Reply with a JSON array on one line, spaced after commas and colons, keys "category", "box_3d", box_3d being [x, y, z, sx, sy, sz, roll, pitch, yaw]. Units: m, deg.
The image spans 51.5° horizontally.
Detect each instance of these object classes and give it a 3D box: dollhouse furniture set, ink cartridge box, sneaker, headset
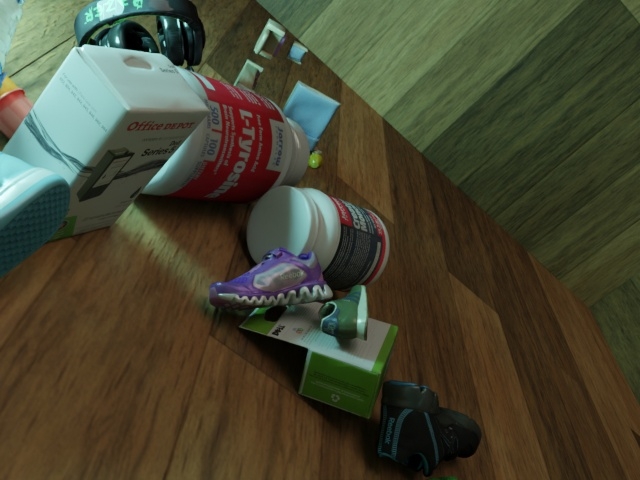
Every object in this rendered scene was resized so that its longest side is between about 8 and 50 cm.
[{"category": "dollhouse furniture set", "box_3d": [-0.070, -0.335, 1.667, 0.303, 0.286, 0.198, 27, 28, -15]}, {"category": "ink cartridge box", "box_3d": [-0.317, -0.130, 0.938, 0.115, 0.273, 0.198, 49, 24, 6]}, {"category": "sneaker", "box_3d": [0.040, 0.123, 1.185, 0.086, 0.064, 0.192, 2, 15, 2]}, {"category": "sneaker", "box_3d": [0.197, 0.373, 1.253, 0.341, 0.125, 0.140, 38, 61, -45]}, {"category": "sneaker", "box_3d": [-0.089, 0.065, 1.159, 0.236, 0.095, 0.105, -3, 84, -36]}, {"category": "sneaker", "box_3d": [-0.463, -0.019, 0.739, 0.208, 0.127, 0.319, 29, 36, 8]}, {"category": "ink cartridge box", "box_3d": [-0.004, 0.195, 1.204, 0.255, 0.097, 0.189, 16, 21, 11]}, {"category": "headset", "box_3d": [-0.343, -0.387, 1.401, 0.394, 0.243, 0.185, 15, 61, -79]}]

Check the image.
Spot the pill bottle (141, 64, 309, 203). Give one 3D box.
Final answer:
[{"category": "pill bottle", "box_3d": [-0.200, -0.190, 1.288, 0.229, 0.229, 0.407, 56, 25, 19]}]

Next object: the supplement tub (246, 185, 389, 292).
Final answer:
[{"category": "supplement tub", "box_3d": [0.000, 0.000, 1.376, 0.272, 0.191, 0.191, 17, 38, -50]}]

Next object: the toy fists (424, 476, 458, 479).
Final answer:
[{"category": "toy fists", "box_3d": [0.250, 0.524, 1.095, 0.142, 0.096, 0.279, 15, 37, -52]}]

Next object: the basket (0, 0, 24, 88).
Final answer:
[{"category": "basket", "box_3d": [-0.531, -0.250, 0.854, 0.254, 0.201, 0.289, 35, 62, -29]}]

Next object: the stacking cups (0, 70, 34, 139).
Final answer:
[{"category": "stacking cups", "box_3d": [-0.550, -0.277, 1.019, 0.316, 0.096, 0.096, 47, 23, -9]}]
